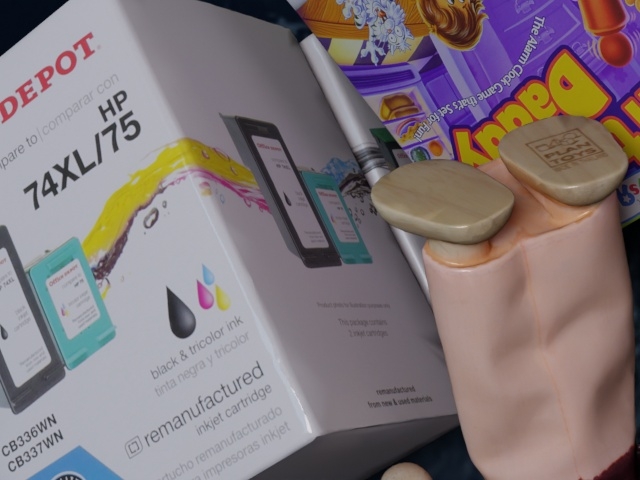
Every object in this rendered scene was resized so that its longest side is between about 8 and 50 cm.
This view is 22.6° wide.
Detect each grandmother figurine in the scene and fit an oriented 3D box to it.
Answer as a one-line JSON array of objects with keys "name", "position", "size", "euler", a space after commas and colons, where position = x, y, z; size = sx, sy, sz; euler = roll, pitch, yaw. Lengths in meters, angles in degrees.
[{"name": "grandmother figurine", "position": [0.127, 0.108, 0.844], "size": [0.207, 0.104, 0.342], "euler": [-14, 120, -6]}]

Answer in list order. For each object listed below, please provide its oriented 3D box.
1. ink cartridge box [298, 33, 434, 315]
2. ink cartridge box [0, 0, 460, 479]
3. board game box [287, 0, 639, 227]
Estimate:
[{"name": "ink cartridge box", "position": [0.000, 0.000, 1.033], "size": [0.160, 0.092, 0.219], "euler": [-32, 74, 25]}, {"name": "ink cartridge box", "position": [-0.082, 0.027, 0.910], "size": [0.198, 0.197, 0.270], "euler": [-34, 72, 25]}, {"name": "board game box", "position": [0.153, -0.147, 0.795], "size": [0.233, 0.078, 0.347], "euler": [52, 138, -2]}]
